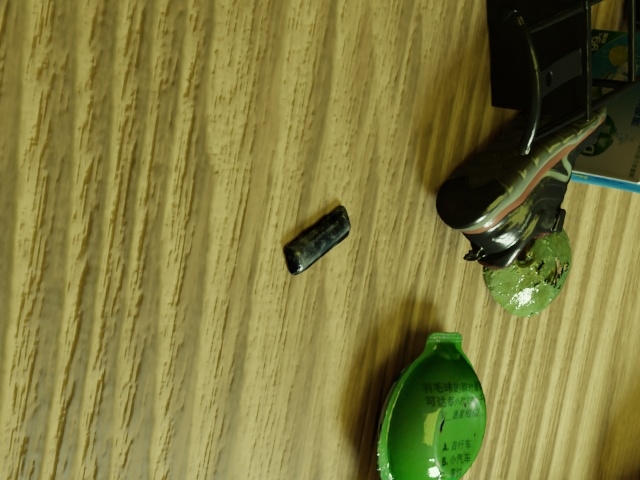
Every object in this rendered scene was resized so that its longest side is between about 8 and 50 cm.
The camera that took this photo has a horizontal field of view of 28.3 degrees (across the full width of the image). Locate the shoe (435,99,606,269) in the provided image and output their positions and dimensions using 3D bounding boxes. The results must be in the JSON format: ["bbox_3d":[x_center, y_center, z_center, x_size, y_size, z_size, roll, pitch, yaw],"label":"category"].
[{"bbox_3d":[0.262,-0.068,1.531,0.291,0.114,0.137,-42,124,-28],"label":"shoe"}]

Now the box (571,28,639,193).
[{"bbox_3d":[0.393,-0.165,1.627,0.073,0.139,0.194,21,85,-48],"label":"box"}]

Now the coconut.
[{"bbox_3d":[0.283,0.041,1.634,0.158,0.055,0.133,-43,128,-29],"label":"coconut"}]

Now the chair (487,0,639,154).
[{"bbox_3d":[0.262,-0.216,1.467,0.260,0.141,0.154,-28,121,-41],"label":"chair"}]

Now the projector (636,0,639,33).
[{"bbox_3d":[0.657,-0.350,1.786,0.405,0.242,0.395,36,76,-46],"label":"projector"}]

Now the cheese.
[{"bbox_3d":[0.124,0.266,1.506,0.204,0.083,0.320,6,95,-50],"label":"cheese"}]

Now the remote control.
[{"bbox_3d":[0.000,0.000,1.341,0.096,0.014,0.039,-38,127,-35],"label":"remote control"}]
